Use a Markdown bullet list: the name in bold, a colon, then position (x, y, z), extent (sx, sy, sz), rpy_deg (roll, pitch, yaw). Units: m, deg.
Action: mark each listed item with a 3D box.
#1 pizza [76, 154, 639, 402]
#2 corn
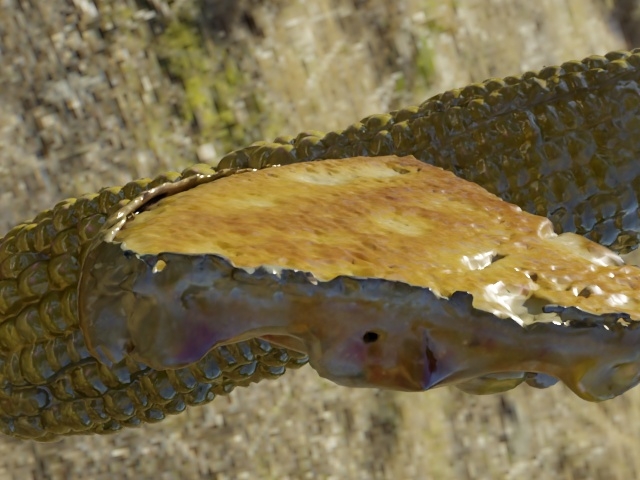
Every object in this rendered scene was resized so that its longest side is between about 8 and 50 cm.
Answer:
- **pizza**: position (0.037, 0.012, 0.416), extent (0.185, 0.176, 0.036), rpy_deg (-47, 148, -72)
- **corn**: position (0.000, 0.000, 0.551), extent (0.086, 0.288, 0.086), rpy_deg (-18, 90, -86)
